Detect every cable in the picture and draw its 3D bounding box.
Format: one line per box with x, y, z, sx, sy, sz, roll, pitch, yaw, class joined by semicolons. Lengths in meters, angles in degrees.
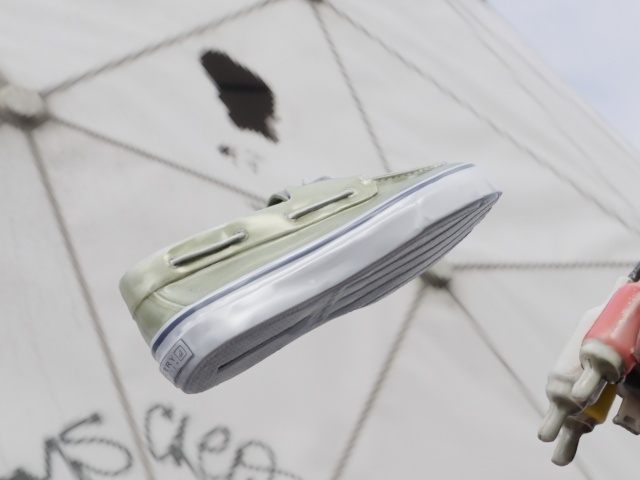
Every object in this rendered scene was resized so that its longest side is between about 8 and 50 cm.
0.209;0.000;1.000;0.139;0.072;0.287;96;-163;-61;cable

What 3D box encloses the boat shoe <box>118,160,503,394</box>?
0.000;0.000;1.140;0.302;0.094;0.109;-26;-18;-34;boat shoe
